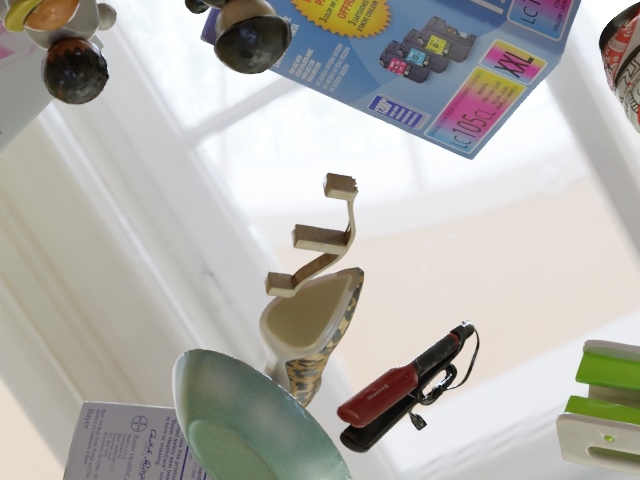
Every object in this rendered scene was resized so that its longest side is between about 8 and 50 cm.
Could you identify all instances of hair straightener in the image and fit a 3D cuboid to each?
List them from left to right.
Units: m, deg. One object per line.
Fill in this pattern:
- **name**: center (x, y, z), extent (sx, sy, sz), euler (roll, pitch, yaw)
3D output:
- **hair straightener**: center (0.103, 0.162, 1.689), extent (0.047, 0.089, 0.230), euler (24, -135, 31)

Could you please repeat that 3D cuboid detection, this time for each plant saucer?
- **plant saucer**: center (-0.059, 0.175, 1.262), extent (0.037, 0.195, 0.195), euler (-44, -158, -31)

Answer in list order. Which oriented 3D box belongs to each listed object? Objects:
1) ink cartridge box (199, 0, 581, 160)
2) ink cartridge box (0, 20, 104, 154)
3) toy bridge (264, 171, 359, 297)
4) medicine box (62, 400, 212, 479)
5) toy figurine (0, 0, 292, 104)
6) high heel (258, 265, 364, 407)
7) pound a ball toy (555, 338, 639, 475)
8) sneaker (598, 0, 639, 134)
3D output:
- **ink cartridge box**: center (0.043, -0.265, 1.580), extent (0.270, 0.395, 0.151), euler (125, -11, -65)
- **ink cartridge box**: center (-0.453, -0.253, 1.769), extent (0.071, 0.330, 0.324), euler (-22, -154, 45)
- **toy bridge**: center (0.000, 0.000, 1.643), extent (0.188, 0.063, 0.026), euler (121, -33, -43)
- **medicine box**: center (-0.158, 0.334, 2.027), extent (0.289, 0.263, 0.149), euler (4, -115, 16)
- **toy figurine**: center (-0.126, -0.190, 1.061), extent (0.210, 0.148, 0.213), euler (-16, 166, -8)
- **high heel**: center (-0.003, 0.121, 1.903), extent (0.261, 0.093, 0.186), euler (-47, 157, 21)
- **pound a ball toy**: center (0.464, 0.194, 1.807), extent (0.319, 0.135, 0.208), euler (8, -128, 25)
- **sneaker**: center (0.351, -0.188, 1.245), extent (0.270, 0.090, 0.145), euler (-38, -150, 25)
